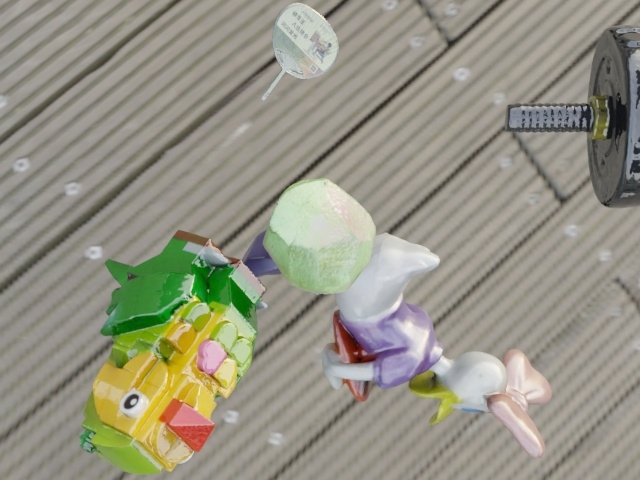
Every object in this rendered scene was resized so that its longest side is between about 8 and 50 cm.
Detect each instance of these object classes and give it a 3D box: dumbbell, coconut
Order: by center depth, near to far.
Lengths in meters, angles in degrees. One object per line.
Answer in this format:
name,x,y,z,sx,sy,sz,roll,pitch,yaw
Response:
coconut,0.000,0.000,1.158,0.083,0.081,0.082,-18,67,-13
dumbbell,0.307,-0.096,1.199,0.325,0.143,0.143,0,89,-2

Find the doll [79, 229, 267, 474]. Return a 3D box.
doll,-0.113,0.082,1.111,0.106,0.134,0.186,54,34,-40

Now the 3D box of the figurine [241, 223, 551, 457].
figurine,0.097,0.098,1.813,0.421,0.193,0.154,47,30,-15

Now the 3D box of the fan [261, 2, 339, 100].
fan,-0.013,-0.142,1.190,0.060,0.003,0.080,10,91,-30
